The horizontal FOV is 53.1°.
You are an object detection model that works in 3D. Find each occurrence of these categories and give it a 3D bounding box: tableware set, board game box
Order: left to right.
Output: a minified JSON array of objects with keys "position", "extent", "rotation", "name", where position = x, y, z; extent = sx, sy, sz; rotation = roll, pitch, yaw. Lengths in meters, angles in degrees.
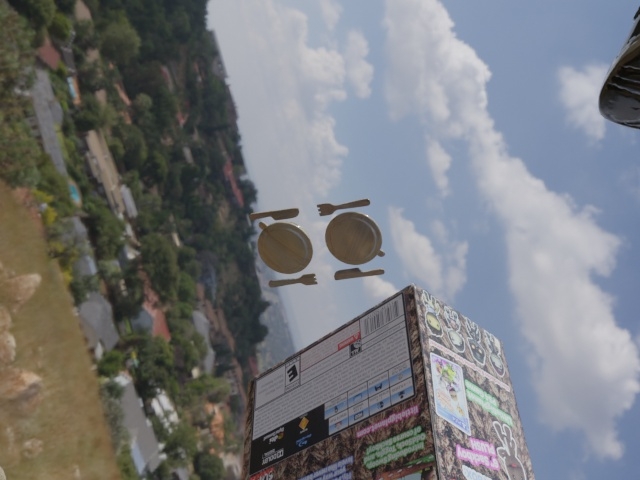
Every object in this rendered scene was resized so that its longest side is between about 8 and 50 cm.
[{"position":[0.000,0.000,0.975],"extent":[0.039,0.194,0.128],"rotation":[-64,144,-63],"name":"tableware set"},{"position":[0.053,0.228,0.551],"extent":[0.141,0.232,0.291],"rotation":[32,39,-31],"name":"board game box"}]

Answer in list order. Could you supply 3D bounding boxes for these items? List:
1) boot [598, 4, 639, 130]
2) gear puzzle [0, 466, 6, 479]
[{"position":[0.243,-0.183,0.368],"extent":[0.236,0.085,0.178],"rotation":[83,25,-71],"name":"boot"},{"position":[-0.177,-0.041,0.280],"extent":[0.175,0.044,0.338],"rotation":[121,-40,-68],"name":"gear puzzle"}]
